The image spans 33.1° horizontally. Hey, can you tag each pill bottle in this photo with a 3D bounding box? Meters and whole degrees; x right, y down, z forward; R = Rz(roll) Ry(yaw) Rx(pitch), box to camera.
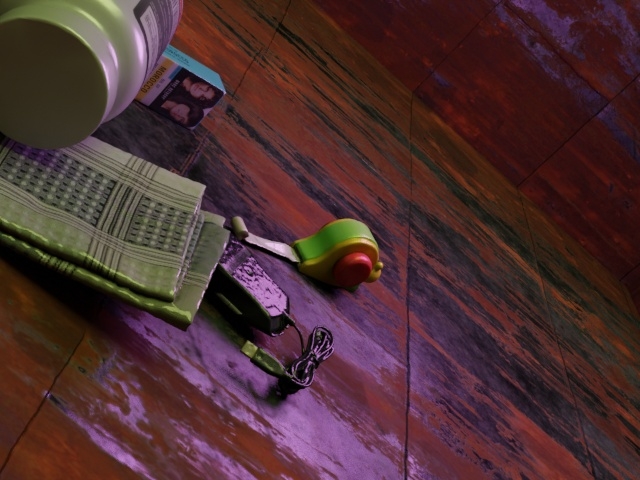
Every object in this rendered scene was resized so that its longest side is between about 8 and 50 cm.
[{"bbox_3d":[-0.319,-0.276,1.433,0.210,0.210,0.363,39,27,-15],"label":"pill bottle"}]

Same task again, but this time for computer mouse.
[{"bbox_3d":[-0.101,0.105,1.491,0.262,0.060,0.184,45,26,-8],"label":"computer mouse"}]

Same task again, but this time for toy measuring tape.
[{"bbox_3d":[0.000,0.000,1.808,0.330,0.121,0.121,26,27,-43],"label":"toy measuring tape"}]

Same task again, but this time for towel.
[{"bbox_3d":[-0.269,-0.040,1.346,0.324,0.056,0.312,27,23,-10],"label":"towel"}]

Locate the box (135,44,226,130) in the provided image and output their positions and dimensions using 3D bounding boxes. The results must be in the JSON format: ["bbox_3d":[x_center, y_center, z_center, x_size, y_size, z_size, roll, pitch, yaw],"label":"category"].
[{"bbox_3d":[-0.287,-0.287,1.839,0.244,0.100,0.060,27,27,-40],"label":"box"}]
